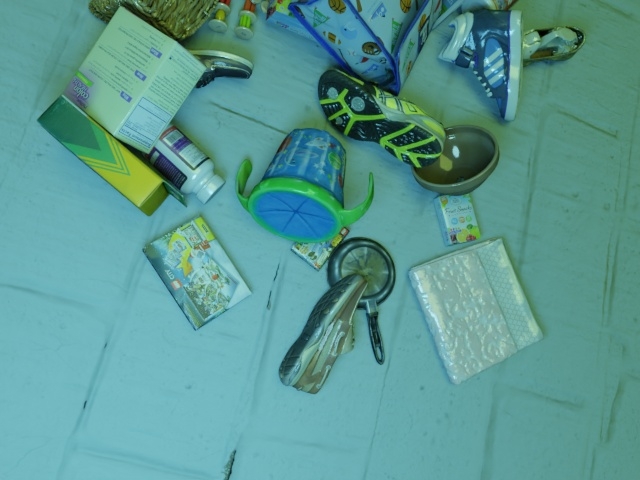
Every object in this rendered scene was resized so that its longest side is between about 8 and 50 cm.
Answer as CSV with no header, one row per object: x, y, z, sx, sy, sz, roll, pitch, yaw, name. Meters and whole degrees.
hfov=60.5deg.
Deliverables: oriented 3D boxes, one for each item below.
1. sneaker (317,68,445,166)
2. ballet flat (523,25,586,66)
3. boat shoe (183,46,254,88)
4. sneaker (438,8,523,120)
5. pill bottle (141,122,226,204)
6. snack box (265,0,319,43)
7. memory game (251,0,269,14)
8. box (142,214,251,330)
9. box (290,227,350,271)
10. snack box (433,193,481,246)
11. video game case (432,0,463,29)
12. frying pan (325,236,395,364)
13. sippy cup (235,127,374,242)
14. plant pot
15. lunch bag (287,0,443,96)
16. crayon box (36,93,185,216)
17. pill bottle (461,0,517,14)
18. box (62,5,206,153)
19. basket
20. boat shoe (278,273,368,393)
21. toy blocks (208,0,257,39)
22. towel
0.165,-0.341,1.500,0.385,0.145,0.147,34,43,1,sneaker
0.668,-0.607,1.695,0.349,0.123,0.123,-11,84,-18,ballet flat
-0.314,-0.430,1.386,0.285,0.103,0.092,5,84,-12,boat shoe
0.473,-0.516,1.633,0.130,0.236,0.322,-51,139,-53,sneaker
-0.327,-0.181,1.329,0.193,0.108,0.108,43,72,-5,pill bottle
-0.048,-0.673,1.501,0.175,0.070,0.207,13,78,-30,snack box
-0.131,-0.699,1.504,0.186,0.012,0.186,6,78,-32,memory game
-0.297,0.077,1.325,0.159,0.044,0.233,-33,91,-19,box
0.000,0.000,1.429,0.094,0.027,0.137,38,72,3,box
0.387,-0.062,1.555,0.100,0.037,0.141,-11,83,-19,snack box
0.334,-0.832,1.556,0.329,0.300,0.036,52,39,-3,video game case
0.101,0.146,1.433,0.197,0.053,0.326,12,75,-12,frying pan
-0.037,-0.146,1.353,0.306,0.240,0.224,26,60,-17,sippy cup
0.376,-0.200,1.512,0.237,0.237,0.109,-49,136,-18,plant pot
0.162,-0.620,1.457,0.385,0.239,0.327,39,73,-40,lunch bag
-0.455,-0.162,1.234,0.323,0.203,0.083,40,80,-6,crayon box
0.540,-0.754,1.679,0.121,0.121,0.216,46,72,-4,pill bottle
-0.421,-0.362,1.243,0.213,0.117,0.243,37,93,25,box
-0.398,-0.648,1.401,0.213,0.223,0.299,36,69,-42,basket
0.026,0.231,1.357,0.116,0.123,0.324,35,86,-15,boat shoe
-0.227,-0.625,1.466,0.123,0.054,0.148,11,77,-14,toy blocks
0.432,0.184,1.518,0.317,0.053,0.331,-19,85,-18,towel
